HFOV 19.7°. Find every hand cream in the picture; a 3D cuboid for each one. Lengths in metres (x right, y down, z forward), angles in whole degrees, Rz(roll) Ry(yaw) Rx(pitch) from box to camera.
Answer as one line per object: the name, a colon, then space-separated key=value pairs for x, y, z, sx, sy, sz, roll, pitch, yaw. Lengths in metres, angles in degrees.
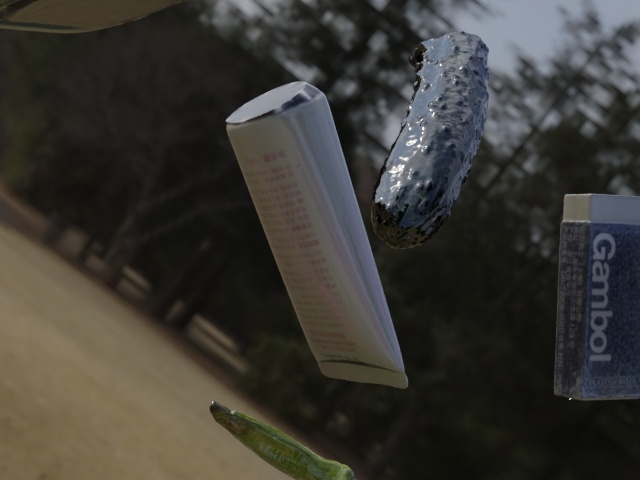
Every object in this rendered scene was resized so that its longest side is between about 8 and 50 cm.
hand cream: x=0.000 y=0.000 z=2.122 sx=0.185 sy=0.118 sz=0.358 roll=1 pitch=-66 yaw=56

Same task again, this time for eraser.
eraser: x=0.293 y=0.059 z=1.920 sx=0.092 sy=0.212 sz=0.046 roll=3 pitch=0 yaw=-38

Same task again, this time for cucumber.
cucumber: x=0.097 y=-0.085 z=1.537 sx=0.303 sy=0.081 sz=0.072 roll=-74 pitch=143 yaw=-57

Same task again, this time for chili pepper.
chili pepper: x=-0.042 y=0.221 z=1.934 sx=0.208 sy=0.043 sz=0.049 roll=30 pitch=11 yaw=-22

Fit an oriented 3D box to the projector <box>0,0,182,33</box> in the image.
projector: x=-0.125 y=-0.292 z=1.215 sx=0.248 sy=0.248 sz=0.249 roll=-18 pitch=89 yaw=-75
